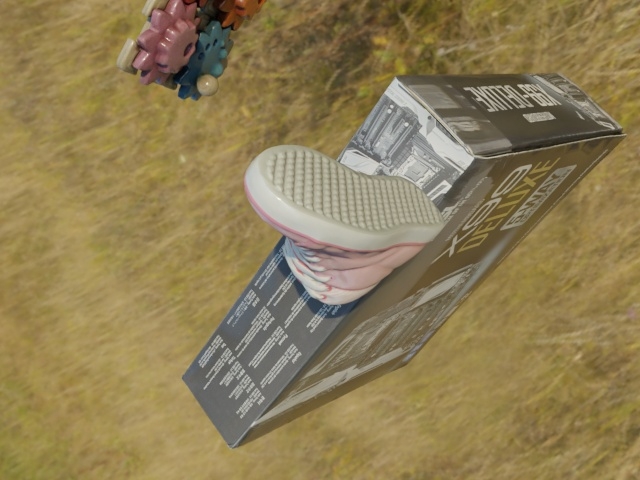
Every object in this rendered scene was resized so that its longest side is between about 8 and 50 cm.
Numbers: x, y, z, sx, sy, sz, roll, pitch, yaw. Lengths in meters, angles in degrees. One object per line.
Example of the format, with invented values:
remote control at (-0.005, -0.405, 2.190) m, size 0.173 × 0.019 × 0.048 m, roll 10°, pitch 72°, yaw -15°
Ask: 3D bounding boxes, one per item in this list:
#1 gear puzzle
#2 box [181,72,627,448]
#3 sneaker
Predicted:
gear puzzle at (-0.056, -0.281, 0.773) m, size 0.044 × 0.339 × 0.175 m, roll 32°, pitch -172°, yaw 14°
box at (0.063, 0.011, 0.645) m, size 0.076 × 0.242 × 0.307 m, roll 50°, pitch 125°, yaw 19°
sneaker at (0.000, 0.000, 0.391) m, size 0.070 × 0.134 × 0.051 m, roll -42°, pitch 65°, yaw 25°
